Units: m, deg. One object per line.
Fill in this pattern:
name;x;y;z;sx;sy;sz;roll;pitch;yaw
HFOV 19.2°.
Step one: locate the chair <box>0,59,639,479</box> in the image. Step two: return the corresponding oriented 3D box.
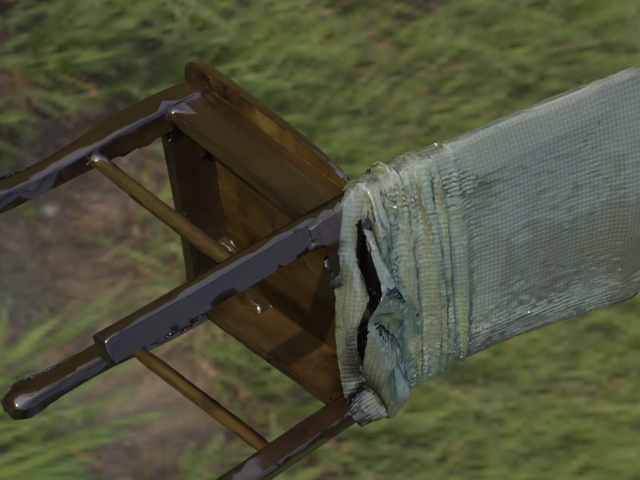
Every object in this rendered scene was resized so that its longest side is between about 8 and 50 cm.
chair;0.000;0.000;0.961;0.319;0.186;0.160;-29;130;-26
